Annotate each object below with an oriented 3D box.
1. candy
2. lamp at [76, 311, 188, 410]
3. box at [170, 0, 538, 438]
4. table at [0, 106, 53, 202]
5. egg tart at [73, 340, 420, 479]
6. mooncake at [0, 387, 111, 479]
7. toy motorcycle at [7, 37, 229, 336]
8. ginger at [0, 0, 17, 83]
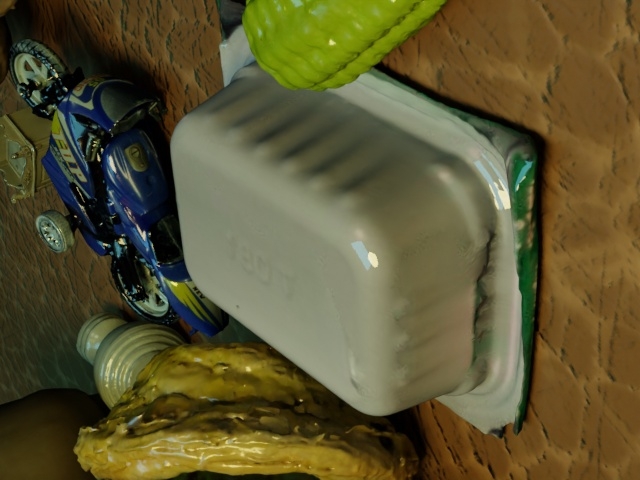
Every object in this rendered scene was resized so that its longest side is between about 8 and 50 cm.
[{"bbox_3d":[0.032,-0.159,0.694,0.209,0.097,0.096,-24,93,56],"label":"candy"},{"bbox_3d":[-0.206,0.127,1.256,0.193,0.106,0.106,24,133,59],"label":"lamp"},{"bbox_3d":[0.000,0.000,0.846,0.337,0.106,0.264,31,137,39],"label":"box"},{"bbox_3d":[-0.302,-0.095,1.232,0.062,0.083,0.079,47,145,24],"label":"table"},{"bbox_3d":[-0.059,0.150,0.962,0.294,0.294,0.123,-24,58,59],"label":"egg tart"},{"bbox_3d":[-0.282,0.386,1.240,0.467,0.262,0.467,-18,-90,-84],"label":"mooncake"},{"bbox_3d":[-0.183,-0.049,1.074,0.169,0.113,0.315,-6,116,49],"label":"toy motorcycle"},{"bbox_3d":[-0.368,-0.238,1.092,0.244,0.155,0.304,47,123,26],"label":"ginger"}]
